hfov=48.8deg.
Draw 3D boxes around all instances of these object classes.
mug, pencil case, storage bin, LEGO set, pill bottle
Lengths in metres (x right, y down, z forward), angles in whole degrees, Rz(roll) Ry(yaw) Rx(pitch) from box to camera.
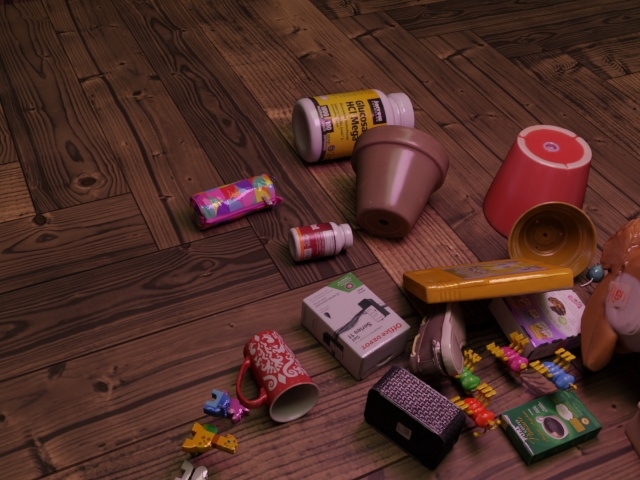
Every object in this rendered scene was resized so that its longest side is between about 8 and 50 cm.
[{"bbox_3d":[-0.101,0.273,1.460,0.150,0.113,0.169,15,27,-41],"label":"mug"},{"bbox_3d":[-0.226,-0.104,1.869,0.236,0.104,0.104,-20,49,-23],"label":"pencil case"},{"bbox_3d":[0.185,0.351,1.408,0.180,0.122,0.084,33,49,26],"label":"storage bin"},{"bbox_3d":[-0.195,0.379,1.365,0.093,0.087,0.227,16,45,11],"label":"LEGO set"},{"bbox_3d":[0.000,0.000,1.789,0.152,0.086,0.086,-9,45,-16],"label":"pill bottle"},{"bbox_3d":[0.099,-0.347,2.093,0.334,0.188,0.188,-12,46,-18],"label":"pill bottle"}]

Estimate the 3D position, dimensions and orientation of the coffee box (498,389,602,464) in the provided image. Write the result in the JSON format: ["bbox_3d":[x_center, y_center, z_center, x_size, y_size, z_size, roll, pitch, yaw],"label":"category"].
[{"bbox_3d":[0.475,0.382,1.466,0.184,0.040,0.113,-15,46,-21],"label":"coffee box"}]

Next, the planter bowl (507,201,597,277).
[{"bbox_3d":[0.582,-0.003,1.801,0.217,0.217,0.090,9,17,3],"label":"planter bowl"}]

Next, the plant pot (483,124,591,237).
[{"bbox_3d":[0.596,-0.159,1.908,0.275,0.243,0.275,2,43,-2],"label":"plant pot"}]

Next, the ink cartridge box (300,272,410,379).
[{"bbox_3d":[0.078,0.191,1.593,0.153,0.087,0.208,-28,54,-30],"label":"ink cartridge box"}]

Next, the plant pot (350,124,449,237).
[{"bbox_3d":[0.193,-0.137,1.869,0.263,0.263,0.229,12,62,7],"label":"plant pot"}]

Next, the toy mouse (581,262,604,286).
[{"bbox_3d":[0.732,0.101,1.798,0.143,0.031,0.161,-2,44,-8],"label":"toy mouse"}]

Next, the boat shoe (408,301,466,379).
[{"bbox_3d":[0.259,0.207,1.540,0.097,0.116,0.324,-17,12,18],"label":"boat shoe"}]

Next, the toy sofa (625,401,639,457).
[{"bbox_3d":[0.828,0.374,1.415,0.362,0.177,0.150,-5,45,-10],"label":"toy sofa"}]

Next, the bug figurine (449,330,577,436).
[{"bbox_3d":[0.386,0.295,1.487,0.279,0.072,0.216,-21,27,-11],"label":"bug figurine"}]

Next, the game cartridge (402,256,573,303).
[{"bbox_3d":[0.369,0.087,1.627,0.324,0.052,0.285,-4,4,-5],"label":"game cartridge"}]

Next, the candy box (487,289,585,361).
[{"bbox_3d":[0.520,0.180,1.645,0.196,0.070,0.165,-10,51,-22],"label":"candy box"}]

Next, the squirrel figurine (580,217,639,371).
[{"bbox_3d":[0.796,0.145,1.548,0.370,0.281,0.397,19,51,-16],"label":"squirrel figurine"}]
